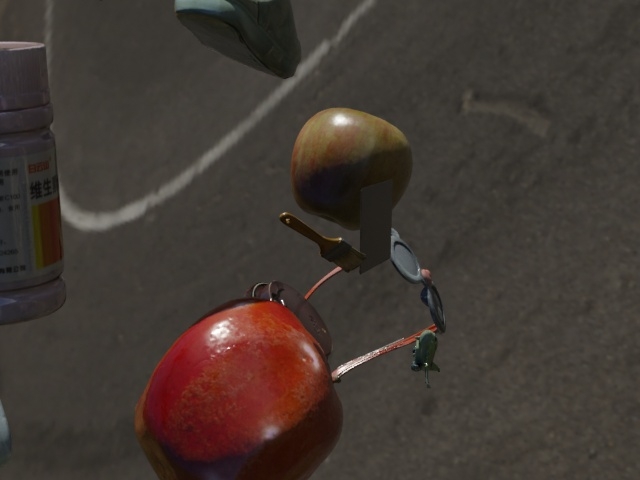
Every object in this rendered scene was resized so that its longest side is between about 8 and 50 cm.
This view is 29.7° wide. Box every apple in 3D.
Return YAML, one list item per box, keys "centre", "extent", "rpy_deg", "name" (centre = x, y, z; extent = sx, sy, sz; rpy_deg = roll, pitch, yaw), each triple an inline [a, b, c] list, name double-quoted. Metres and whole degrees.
- centre: [0.059, -0.148, 2.514]
  extent: [0.234, 0.257, 0.257]
  rpy_deg: [-65, 20, -5]
  name: "apple"

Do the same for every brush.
- centre: [0.000, 0.000, 1.713]
  extent: [0.043, 0.170, 0.014]
  rpy_deg: [-36, 45, 23]
  name: "brush"

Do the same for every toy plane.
- centre: [0.124, 0.134, 1.435]
  extent: [0.083, 0.033, 0.080]
  rpy_deg: [81, -166, -47]
  name: "toy plane"

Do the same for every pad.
- centre: [0.094, -0.026, 2.019]
  extent: [0.211, 0.003, 0.143]
  rpy_deg: [-20, -68, -72]
  name: "pad"

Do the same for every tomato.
- centre: [-0.117, 0.251, 1.746]
  extent: [0.293, 0.290, 0.325]
  rpy_deg: [58, 155, 8]
  name: "tomato"

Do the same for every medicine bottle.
- centre: [-0.309, -0.055, 1.115]
  extent: [0.133, 0.133, 0.249]
  rpy_deg: [-146, 52, -69]
  name: "medicine bottle"

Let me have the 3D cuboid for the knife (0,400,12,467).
- centre: [-0.481, 0.148, 1.625]
  extent: [0.080, 0.044, 0.331]
  rpy_deg: [-16, 88, 44]
  name: "knife"

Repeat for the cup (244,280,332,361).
- centre: [-0.124, 0.212, 2.110]
  extent: [0.280, 0.196, 0.196]
  rpy_deg: [-42, 30, 19]
  name: "cup"

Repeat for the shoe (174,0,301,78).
- centre: [-0.082, -0.253, 1.341]
  extent: [0.251, 0.103, 0.100]
  rpy_deg: [17, -87, -74]
  name: "shoe"

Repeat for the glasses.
- centre: [0.091, 0.124, 2.310]
  extent: [0.268, 0.234, 0.118]
  rpy_deg: [-25, 31, 17]
  name: "glasses"
